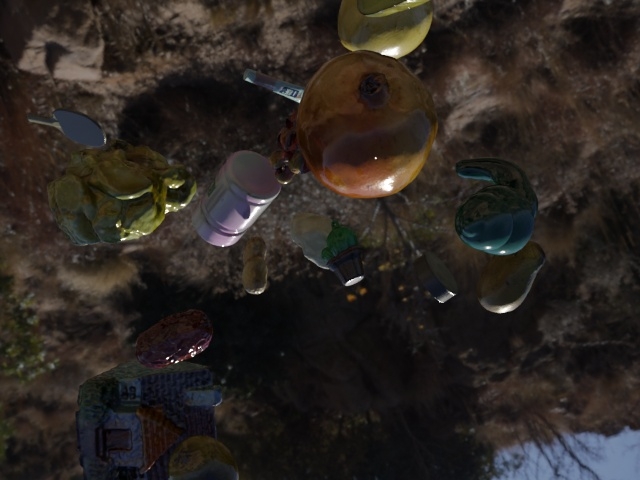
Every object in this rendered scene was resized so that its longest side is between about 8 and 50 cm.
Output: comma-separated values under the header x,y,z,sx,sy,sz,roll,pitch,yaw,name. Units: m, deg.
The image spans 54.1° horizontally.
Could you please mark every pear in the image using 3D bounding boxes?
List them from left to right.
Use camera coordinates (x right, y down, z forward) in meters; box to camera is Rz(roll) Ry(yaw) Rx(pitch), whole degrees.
x,y,z,sx,sy,sz,roll,pitch,yaw,name
0.208,-0.736,2.058,0.309,0.309,0.309,-24,177,-1,pear

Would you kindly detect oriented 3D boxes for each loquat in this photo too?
x,y,z,sx,sy,sz,roll,pitch,yaw,name
-0.274,0.553,1.493,0.152,0.195,0.152,-27,-148,19,loquat

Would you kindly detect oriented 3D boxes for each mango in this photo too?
x,y,z,sx,sy,sz,roll,pitch,yaw,name
0.648,0.119,2.158,0.176,0.177,0.329,-30,146,-36,mango

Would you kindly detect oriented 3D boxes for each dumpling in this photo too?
x,y,z,sx,sy,sz,roll,pitch,yaw,name
0.000,0.000,2.087,0.132,0.250,0.162,-32,-146,45,dumpling

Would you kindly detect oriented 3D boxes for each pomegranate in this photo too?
x,y,z,sx,sy,sz,roll,pitch,yaw,name
0.082,-0.210,1.111,0.264,0.264,0.264,-24,177,-1,pomegranate

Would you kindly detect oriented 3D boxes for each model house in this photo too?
x,y,z,sx,sy,sz,roll,pitch,yaw,name
-0.428,0.525,1.711,0.339,0.359,0.297,-4,-179,12,model house

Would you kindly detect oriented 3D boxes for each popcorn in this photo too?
x,y,z,sx,sy,sz,roll,pitch,yaw,name
-0.508,-0.103,1.579,0.293,0.292,0.334,-61,180,39,popcorn

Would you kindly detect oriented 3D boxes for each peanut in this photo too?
x,y,z,sx,sy,sz,roll,pitch,yaw,name
-0.225,0.084,2.160,0.086,0.227,0.104,12,141,-22,peanut

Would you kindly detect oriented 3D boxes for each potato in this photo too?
x,y,z,sx,sy,sz,roll,pitch,yaw,name
0.224,-0.634,1.528,0.272,0.160,0.111,-10,167,41,potato

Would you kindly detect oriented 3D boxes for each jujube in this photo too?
x,y,z,sx,sy,sz,roll,pitch,yaw,name
-0.328,0.219,1.396,0.176,0.109,0.112,-24,159,5,jujube

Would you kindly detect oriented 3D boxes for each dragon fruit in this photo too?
x,y,z,sx,sy,sz,roll,pitch,yaw,name
-0.005,-0.286,1.696,0.308,0.243,0.227,-3,-140,15,dragon fruit

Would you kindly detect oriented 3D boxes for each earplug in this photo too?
x,y,z,sx,sy,sz,roll,pitch,yaw,name
0.391,-0.089,1.445,0.164,0.257,0.280,-31,172,40,earplug

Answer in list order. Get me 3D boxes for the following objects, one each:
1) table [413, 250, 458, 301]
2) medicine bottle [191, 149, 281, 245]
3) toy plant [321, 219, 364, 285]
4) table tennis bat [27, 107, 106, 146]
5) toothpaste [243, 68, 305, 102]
x,y,z,sx,sy,sz,roll,pitch,yaw,name
0.300,0.094,1.629,0.043,0.133,0.133,-39,171,24,table
-0.303,-0.146,2.231,0.212,0.212,0.325,-21,163,-44,medicine bottle
0.063,0.037,1.903,0.105,0.200,0.143,-3,153,-42,toy plant
-0.731,-0.330,1.802,0.247,0.022,0.138,14,146,13,table tennis bat
-0.126,-0.452,1.829,0.205,0.036,0.056,14,134,-32,toothpaste
